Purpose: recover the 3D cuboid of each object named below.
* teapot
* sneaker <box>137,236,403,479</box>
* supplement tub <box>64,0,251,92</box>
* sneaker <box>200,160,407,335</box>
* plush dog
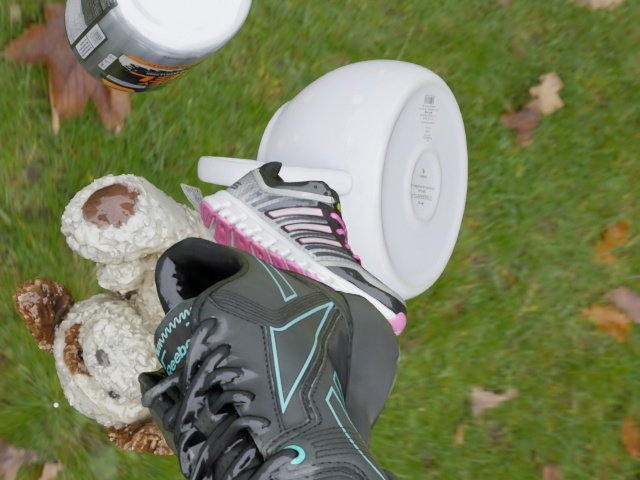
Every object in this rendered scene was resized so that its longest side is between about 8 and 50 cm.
[{"bbox_3d":[0.017,-0.060,1.540,0.187,0.256,0.252,6,49,27],"label":"teapot"},{"bbox_3d":[-0.027,0.085,0.616,0.106,0.267,0.101,37,107,-19],"label":"sneaker"},{"bbox_3d":[-0.133,-0.181,1.235,0.117,0.190,0.117,2,83,-20],"label":"supplement tub"},{"bbox_3d":[0.000,0.000,1.070,0.170,0.063,0.075,34,68,27],"label":"sneaker"},{"bbox_3d":[-0.171,0.085,1.570,0.225,0.210,0.262,-41,84,14],"label":"plush dog"}]
